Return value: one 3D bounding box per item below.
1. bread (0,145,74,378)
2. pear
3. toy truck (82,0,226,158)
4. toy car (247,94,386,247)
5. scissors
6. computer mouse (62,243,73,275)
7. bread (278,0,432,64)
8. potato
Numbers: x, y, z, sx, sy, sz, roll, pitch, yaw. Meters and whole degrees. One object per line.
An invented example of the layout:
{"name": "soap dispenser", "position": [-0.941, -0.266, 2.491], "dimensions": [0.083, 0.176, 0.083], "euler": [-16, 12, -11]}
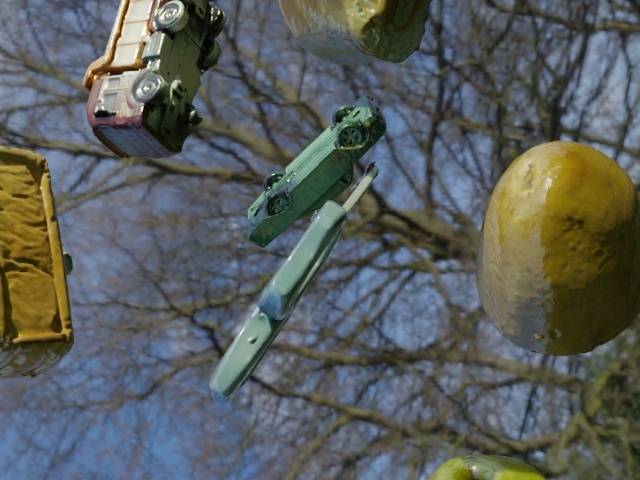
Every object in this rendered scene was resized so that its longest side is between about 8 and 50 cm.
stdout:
{"name": "bread", "position": [-0.389, 0.025, 1.338], "dimensions": [0.152, 0.119, 0.288], "euler": [4, -112, -50]}
{"name": "pear", "position": [0.192, 0.347, 1.219], "dimensions": [0.166, 0.180, 0.216], "euler": [-125, 16, -58]}
{"name": "toy truck", "position": [-0.211, -0.238, 1.373], "dimensions": [0.114, 0.135, 0.271], "euler": [44, -129, -52]}
{"name": "toy car", "position": [-0.006, -0.121, 1.937], "dimensions": [0.320, 0.097, 0.141], "euler": [-43, 19, 14]}
{"name": "scissors", "position": [-0.001, -0.001, 0.918], "dimensions": [0.191, 0.029, 0.360], "euler": [-60, -1, 30]}
{"name": "computer mouse", "position": [-0.495, 0.034, 1.883], "dimensions": [0.089, 0.181, 0.056], "euler": [58, -145, -23]}
{"name": "bread", "position": [0.055, -0.473, 1.932], "dimensions": [0.210, 0.341, 0.301], "euler": [26, -92, -28]}
{"name": "potato", "position": [0.229, -0.014, 1.026], "dimensions": [0.203, 0.178, 0.158], "euler": [-44, -36, -17]}
